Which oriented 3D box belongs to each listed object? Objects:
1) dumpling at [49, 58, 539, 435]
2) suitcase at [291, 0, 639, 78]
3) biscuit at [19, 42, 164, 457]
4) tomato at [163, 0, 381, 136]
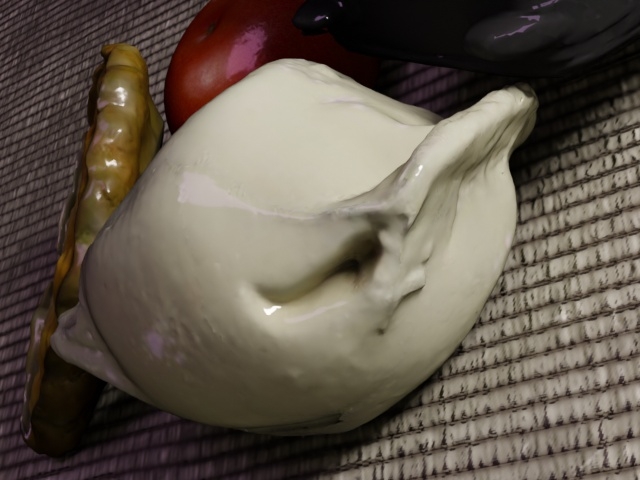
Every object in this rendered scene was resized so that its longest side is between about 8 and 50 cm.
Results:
[{"bbox_3d":[0.000,0.000,1.258,0.395,0.233,0.315,-29,-2,43],"label":"dumpling"},{"bbox_3d":[0.158,-0.253,1.276,0.339,0.188,0.345,-32,20,-20],"label":"suitcase"},{"bbox_3d":[-0.182,0.008,1.527,0.329,0.078,0.335,-155,77,-83],"label":"biscuit"},{"bbox_3d":[-0.042,-0.131,1.527,0.195,0.136,0.195,-36,28,23],"label":"tomato"}]
